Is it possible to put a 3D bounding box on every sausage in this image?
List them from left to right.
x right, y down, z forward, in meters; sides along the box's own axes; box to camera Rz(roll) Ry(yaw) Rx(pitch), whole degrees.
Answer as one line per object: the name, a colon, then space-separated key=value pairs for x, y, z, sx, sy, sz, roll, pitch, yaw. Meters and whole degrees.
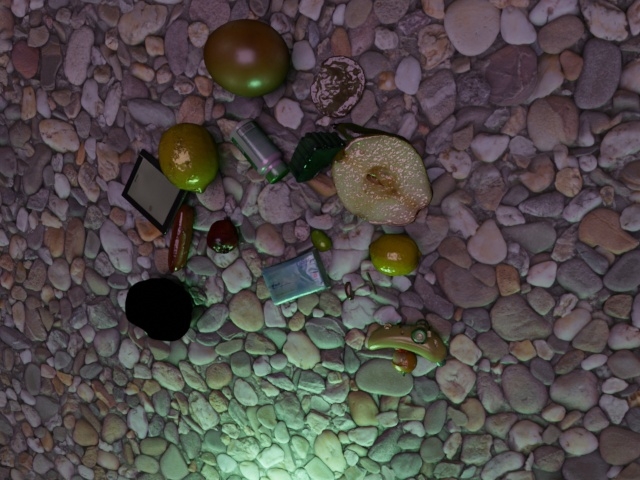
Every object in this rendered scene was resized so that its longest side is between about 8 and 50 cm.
sausage: x=-0.646 y=-0.008 z=2.036 sx=0.102 sy=0.102 sz=0.330 roll=17 pitch=103 yaw=12

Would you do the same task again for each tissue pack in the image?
tissue pack: x=-0.109 y=0.164 z=1.924 sx=0.263 sy=0.089 sz=0.177 roll=-21 pitch=92 yaw=17

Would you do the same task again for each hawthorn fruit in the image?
hawthorn fruit: x=-0.436 y=-0.026 z=1.965 sx=0.148 sy=0.148 sz=0.172 roll=-13 pitch=69 yaw=17

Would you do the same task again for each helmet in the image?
helmet: x=-0.726 y=0.310 z=2.063 sx=0.338 sy=0.197 sz=0.271 roll=23 pitch=98 yaw=4

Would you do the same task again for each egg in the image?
egg: x=-0.287 y=-0.706 z=1.714 sx=0.351 sy=0.282 sz=0.283 roll=11 pitch=103 yaw=16

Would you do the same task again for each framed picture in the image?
framed picture: x=-0.770 y=-0.226 z=2.031 sx=0.347 sy=0.016 sz=0.265 roll=37 pitch=108 yaw=21

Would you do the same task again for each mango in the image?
mango: x=0.000 y=0.000 z=1.883 sx=0.073 sy=0.056 sz=0.108 roll=-34 pitch=78 yaw=14

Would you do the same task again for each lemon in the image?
lemon: x=-0.552 y=-0.349 z=1.865 sx=0.257 sy=0.258 sz=0.310 roll=-10 pitch=95 yaw=17
lemon: x=0.296 y=0.056 z=1.751 sx=0.193 sy=0.180 sz=0.181 roll=-12 pitch=97 yaw=-6

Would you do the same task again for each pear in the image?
pear: x=0.239 y=-0.247 z=1.693 sx=0.386 sy=0.191 sz=0.340 roll=37 pitch=115 yaw=-8

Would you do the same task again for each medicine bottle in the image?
medicine bottle: x=-0.250 y=-0.369 z=1.843 sx=0.133 sy=0.133 sz=0.274 roll=-40 pitch=87 yaw=18

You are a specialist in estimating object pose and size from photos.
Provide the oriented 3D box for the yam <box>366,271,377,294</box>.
yam: x=0.218 y=0.183 z=1.876 sx=0.014 sy=0.014 sz=0.107 roll=-22 pitch=93 yaw=18

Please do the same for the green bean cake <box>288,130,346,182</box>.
green bean cake: x=-0.019 y=-0.340 z=1.789 sx=0.107 sy=0.193 sz=0.208 roll=52 pitch=133 yaw=21

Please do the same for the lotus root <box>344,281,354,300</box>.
lotus root: x=0.121 y=0.220 z=1.897 sx=0.030 sy=0.037 sz=0.083 roll=-10 pitch=97 yaw=21

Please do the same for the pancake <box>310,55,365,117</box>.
pancake: x=0.069 y=-0.612 z=1.760 sx=0.222 sy=0.042 sz=0.236 roll=10 pitch=106 yaw=9

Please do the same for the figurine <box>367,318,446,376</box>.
figurine: x=0.357 y=0.449 z=1.835 sx=0.324 sy=0.124 sz=0.222 roll=-3 pitch=102 yaw=19

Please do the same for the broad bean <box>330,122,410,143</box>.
broad bean: x=0.189 y=-0.412 z=1.752 sx=0.338 sy=0.061 sz=0.077 roll=18 pitch=92 yaw=11
